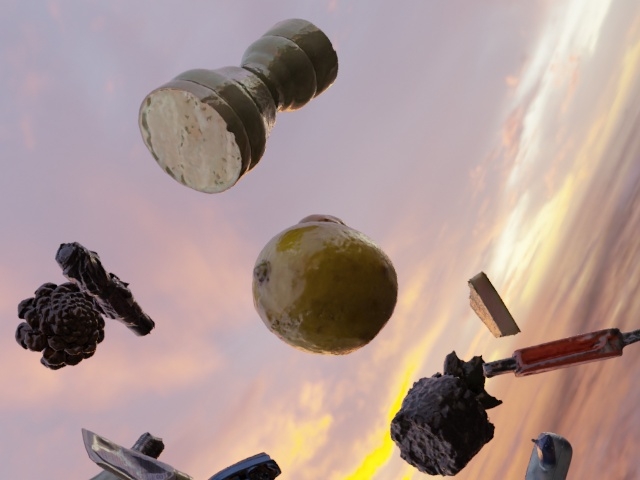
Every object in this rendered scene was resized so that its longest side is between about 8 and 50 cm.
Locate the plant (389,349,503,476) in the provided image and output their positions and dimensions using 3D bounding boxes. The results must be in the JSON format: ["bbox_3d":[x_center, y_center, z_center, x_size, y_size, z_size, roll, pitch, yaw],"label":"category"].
[{"bbox_3d":[0.337,0.444,1.990,0.213,0.215,0.312,-20,18,42],"label":"plant"}]

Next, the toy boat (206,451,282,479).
[{"bbox_3d":[-0.201,0.606,1.870,0.223,0.097,0.100,-26,-56,-6],"label":"toy boat"}]

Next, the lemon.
[{"bbox_3d":[0.011,0.090,1.422,0.284,0.260,0.261,46,-113,-39],"label":"lemon"}]

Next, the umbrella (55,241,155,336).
[{"bbox_3d":[-0.489,0.118,1.762,0.094,0.090,0.326,-62,-40,-26],"label":"umbrella"}]

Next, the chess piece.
[{"bbox_3d":[-0.137,-0.292,1.545,0.442,0.234,0.234,-47,-24,-44],"label":"chess piece"}]

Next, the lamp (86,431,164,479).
[{"bbox_3d":[-0.436,0.518,1.521,0.182,0.181,0.314,83,-157,-62],"label":"lamp"}]

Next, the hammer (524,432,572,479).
[{"bbox_3d":[0.398,0.378,1.339,0.116,0.069,0.194,-63,-29,-23],"label":"hammer"}]

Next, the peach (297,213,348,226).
[{"bbox_3d":[0.000,0.000,1.753,0.138,0.138,0.138,-56,-18,-29],"label":"peach"}]

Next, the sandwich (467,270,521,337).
[{"bbox_3d":[0.447,0.182,1.956,0.058,0.162,0.193,-34,-29,-5],"label":"sandwich"}]

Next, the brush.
[{"bbox_3d":[0.448,0.199,1.350,0.070,0.323,0.051,64,-168,-64],"label":"brush"}]

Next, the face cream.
[{"bbox_3d":[-0.335,0.415,1.378,0.224,0.114,0.070,37,-92,-29],"label":"face cream"}]

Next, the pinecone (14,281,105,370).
[{"bbox_3d":[-0.726,0.242,2.111,0.244,0.244,0.309,-52,2,-38],"label":"pinecone"}]
